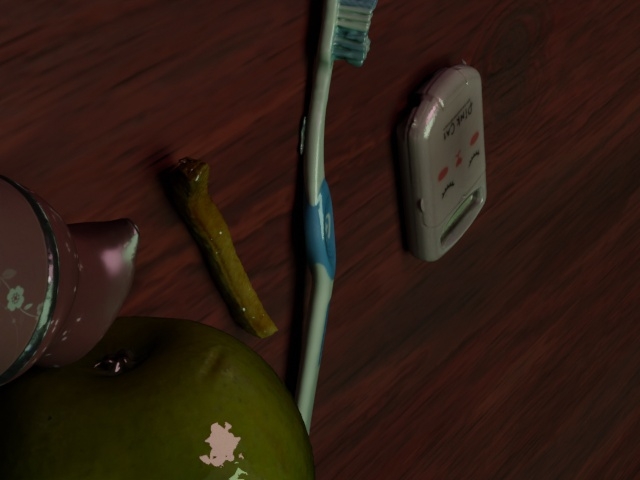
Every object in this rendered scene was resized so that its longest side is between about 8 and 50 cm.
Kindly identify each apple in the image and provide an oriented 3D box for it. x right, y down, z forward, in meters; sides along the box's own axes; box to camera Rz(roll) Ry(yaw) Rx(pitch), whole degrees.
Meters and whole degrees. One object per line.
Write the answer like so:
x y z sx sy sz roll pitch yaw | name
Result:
-0.101 0.128 0.801 0.196 0.196 0.157 -34 124 -46 | apple

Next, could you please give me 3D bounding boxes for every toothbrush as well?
-0.005 -0.001 1.044 0.040 0.040 0.386 -27 133 -50 | toothbrush

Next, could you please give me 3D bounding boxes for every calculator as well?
0.100 -0.061 1.174 0.100 0.032 0.175 -47 144 -35 | calculator

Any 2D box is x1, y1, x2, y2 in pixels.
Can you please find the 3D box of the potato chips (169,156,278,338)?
-0.064 0.007 0.944 0.026 0.037 0.204 -46 149 -19 | potato chips

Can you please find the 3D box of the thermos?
-0.206 0.025 0.637 0.330 0.109 0.136 14 92 -61 | thermos
